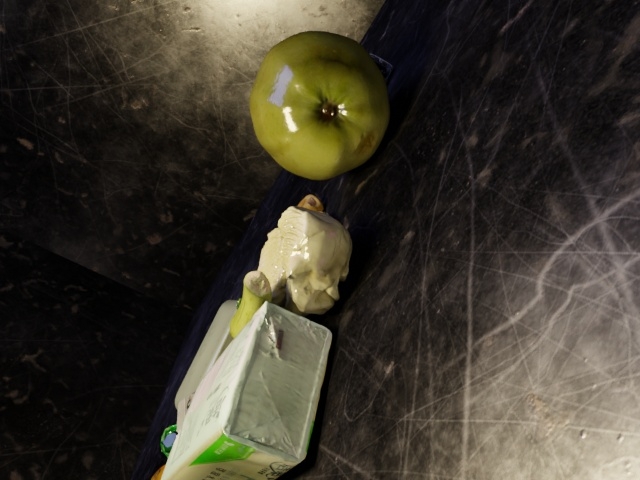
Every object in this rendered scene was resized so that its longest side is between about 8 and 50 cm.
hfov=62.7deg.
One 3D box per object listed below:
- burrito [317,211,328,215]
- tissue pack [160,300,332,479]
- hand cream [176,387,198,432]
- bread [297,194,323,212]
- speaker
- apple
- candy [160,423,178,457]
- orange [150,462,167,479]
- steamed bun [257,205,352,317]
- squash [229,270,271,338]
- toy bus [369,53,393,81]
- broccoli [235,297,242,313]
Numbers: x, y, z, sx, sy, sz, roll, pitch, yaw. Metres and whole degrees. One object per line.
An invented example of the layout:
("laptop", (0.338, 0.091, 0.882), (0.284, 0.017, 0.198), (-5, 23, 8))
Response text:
("burrito", (0.000, 0.000, 1.601), (0.117, 0.076, 0.392), (-47, 20, 18))
("tissue pack", (-0.167, 0.385, 1.185), (0.405, 0.205, 0.331), (-49, 19, 41))
("hand cream", (-0.275, 0.417, 1.491), (0.314, 0.089, 0.139), (-36, 23, -1))
("bread", (-0.098, -0.035, 1.958), (0.305, 0.091, 0.142), (-48, 12, 30))
("speaker", (-0.294, 0.392, 1.692), (0.184, 0.183, 0.406), (-19, 44, 63))
("apple", (0.002, -0.411, 1.629), (0.473, 0.474, 0.473), (-56, 15, 24))
("candy", (-0.298, 0.518, 1.458), (0.324, 0.097, 0.097), (-24, 24, 10))
("orange", (-0.364, 0.673, 1.383), (0.249, 0.183, 0.249), (-55, 15, 23))
("steamed bun", (-0.030, 0.065, 1.320), (0.320, 0.206, 0.275), (-34, 47, 51))
("squash", (-0.166, 0.170, 1.256), (0.250, 0.083, 0.083), (114, 174, -49))
("toy bus", (0.168, -0.574, 2.000), (0.234, 0.116, 0.133), (-63, 11, 2))
("broccoli", (-0.128, 0.198, 1.483), (0.220, 0.194, 0.194), (4, 63, 43))
